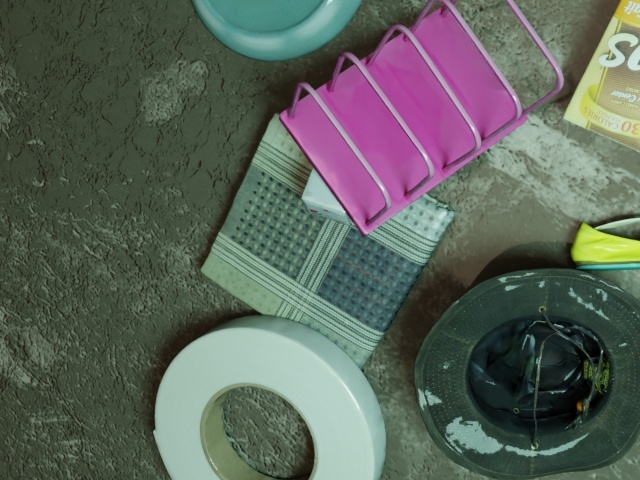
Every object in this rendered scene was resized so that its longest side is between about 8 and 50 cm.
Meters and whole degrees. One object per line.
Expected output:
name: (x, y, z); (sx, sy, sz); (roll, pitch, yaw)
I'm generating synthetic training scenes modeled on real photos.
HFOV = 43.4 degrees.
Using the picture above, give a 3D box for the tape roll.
tape roll: (-0.088, 0.313, 1.299); (0.391, 0.072, 0.392); (6, 106, 20)

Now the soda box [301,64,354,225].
soda box: (0.045, -0.137, 1.156); (0.069, 0.074, 0.216); (19, 79, 11)

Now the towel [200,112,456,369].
towel: (0.000, 0.000, 1.258); (0.324, 0.056, 0.312); (32, 110, 11)

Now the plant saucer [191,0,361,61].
plant saucer: (-0.077, -0.435, 1.219); (0.317, 0.043, 0.318); (3, 98, 20)

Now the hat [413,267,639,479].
hat: (0.292, 0.169, 1.124); (0.331, 0.134, 0.332); (0, 104, 2)

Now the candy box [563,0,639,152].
candy box: (0.463, -0.263, 1.012); (0.182, 0.087, 0.317); (28, 110, 15)

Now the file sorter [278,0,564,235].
file sorter: (0.128, -0.180, 1.036); (0.290, 0.182, 0.202); (-35, 88, -11)

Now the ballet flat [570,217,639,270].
ballet flat: (0.455, 0.009, 1.076); (0.230, 0.077, 0.077); (4, 83, 22)
